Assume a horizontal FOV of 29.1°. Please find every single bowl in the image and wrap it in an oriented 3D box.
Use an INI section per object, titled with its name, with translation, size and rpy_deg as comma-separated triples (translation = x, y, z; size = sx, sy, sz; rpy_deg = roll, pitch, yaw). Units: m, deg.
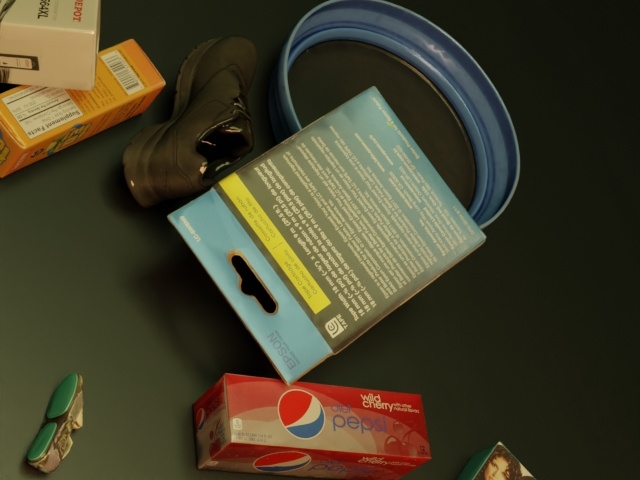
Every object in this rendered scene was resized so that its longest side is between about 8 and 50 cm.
[bowl]
translation = 0.103, -0.163, 1.735
size = 0.391, 0.077, 0.391
rpy_deg = 17, 55, -25

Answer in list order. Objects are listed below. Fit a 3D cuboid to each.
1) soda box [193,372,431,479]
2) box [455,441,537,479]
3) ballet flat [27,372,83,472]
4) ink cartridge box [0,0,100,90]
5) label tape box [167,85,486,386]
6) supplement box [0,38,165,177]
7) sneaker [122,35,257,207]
[soda box]
translation = -0.008, 0.217, 1.409
size = 0.263, 0.092, 0.084
rpy_deg = 10, 56, -29
[box]
translation = 0.178, 0.359, 1.468
size = 0.100, 0.060, 0.244
rpy_deg = 46, 47, -1
[ballet flat]
translation = -0.271, 0.194, 1.289
size = 0.041, 0.041, 0.114
rpy_deg = 31, 50, -15
[ink cartridge box]
translation = -0.355, -0.252, 1.411
size = 0.203, 0.086, 0.148
rpy_deg = 4, 39, -11
[label tape box]
translation = 0.000, 0.000, 1.479
size = 0.333, 0.106, 0.241
rpy_deg = -34, 86, -28
[supplement box]
translation = -0.298, -0.159, 1.461
size = 0.233, 0.078, 0.080
rpy_deg = -31, 84, -42
[sneaker]
translation = -0.127, -0.148, 1.519
size = 0.109, 0.130, 0.286
rpy_deg = 60, 41, -40
